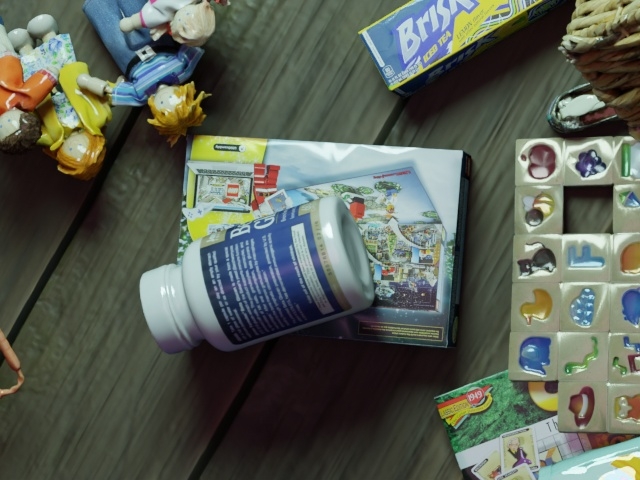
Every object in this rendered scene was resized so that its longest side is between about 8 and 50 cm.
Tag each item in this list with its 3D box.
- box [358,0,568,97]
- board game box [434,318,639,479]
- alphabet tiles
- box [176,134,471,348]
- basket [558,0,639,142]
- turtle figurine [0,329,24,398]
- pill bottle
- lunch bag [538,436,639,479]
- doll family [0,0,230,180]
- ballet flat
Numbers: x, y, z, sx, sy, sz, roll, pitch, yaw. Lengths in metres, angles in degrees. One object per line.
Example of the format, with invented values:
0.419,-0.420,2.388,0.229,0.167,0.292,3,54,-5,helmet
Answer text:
0.119,-0.182,1.563,0.169,0.054,0.059,-30,80,11,box
0.232,0.141,1.531,0.260,0.030,0.136,-23,80,12,board game box
0.247,0.033,1.520,0.198,0.009,0.237,0,79,17,alphabet tiles
0.000,0.000,1.587,0.233,0.044,0.159,4,88,14,box
0.361,-0.195,1.416,0.299,0.213,0.223,-20,40,42,basket
-0.387,0.075,1.658,0.269,0.087,0.217,45,105,4,turtle figurine
-0.051,0.032,1.525,0.169,0.094,0.094,-18,83,12,pill bottle
0.296,0.260,1.443,0.223,0.160,0.262,-17,89,13,lunch bag
-0.172,-0.143,1.610,0.263,0.118,0.163,-31,61,6,doll family
0.233,-0.113,1.538,0.114,0.041,0.041,-20,82,12,ballet flat
